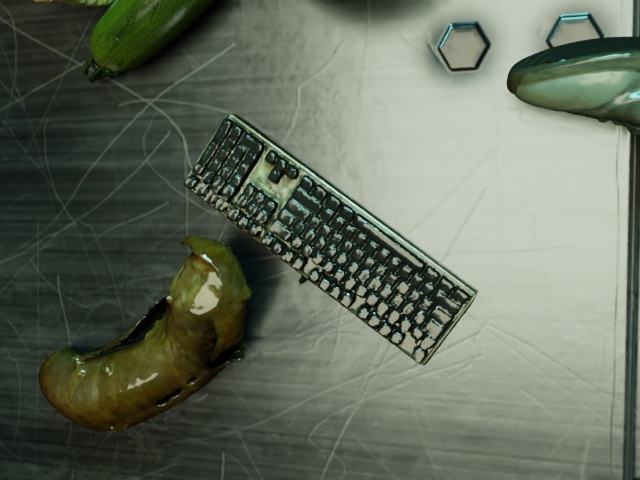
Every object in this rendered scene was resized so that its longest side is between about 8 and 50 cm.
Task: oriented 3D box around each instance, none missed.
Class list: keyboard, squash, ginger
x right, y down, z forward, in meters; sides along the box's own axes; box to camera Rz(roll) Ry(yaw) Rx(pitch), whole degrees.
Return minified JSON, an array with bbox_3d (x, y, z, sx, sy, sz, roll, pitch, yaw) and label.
[{"bbox_3d":[0.000,0.000,0.742,0.317,0.027,0.106,36,105,10],"label":"keyboard"},{"bbox_3d":[-0.137,-0.266,0.731,0.318,0.071,0.080,-46,79,17],"label":"squash"},{"bbox_3d":[-0.181,0.118,0.774,0.309,0.107,0.133,-38,98,22],"label":"ginger"}]

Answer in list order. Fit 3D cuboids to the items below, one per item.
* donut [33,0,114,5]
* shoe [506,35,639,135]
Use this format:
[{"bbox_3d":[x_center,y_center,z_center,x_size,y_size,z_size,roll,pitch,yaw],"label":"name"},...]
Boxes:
[{"bbox_3d":[-0.275,-0.362,0.742,0.152,0.101,0.259,11,96,25],"label":"donut"},{"bbox_3d":[0.292,-0.114,0.600,0.274,0.103,0.098,8,110,18],"label":"shoe"}]
